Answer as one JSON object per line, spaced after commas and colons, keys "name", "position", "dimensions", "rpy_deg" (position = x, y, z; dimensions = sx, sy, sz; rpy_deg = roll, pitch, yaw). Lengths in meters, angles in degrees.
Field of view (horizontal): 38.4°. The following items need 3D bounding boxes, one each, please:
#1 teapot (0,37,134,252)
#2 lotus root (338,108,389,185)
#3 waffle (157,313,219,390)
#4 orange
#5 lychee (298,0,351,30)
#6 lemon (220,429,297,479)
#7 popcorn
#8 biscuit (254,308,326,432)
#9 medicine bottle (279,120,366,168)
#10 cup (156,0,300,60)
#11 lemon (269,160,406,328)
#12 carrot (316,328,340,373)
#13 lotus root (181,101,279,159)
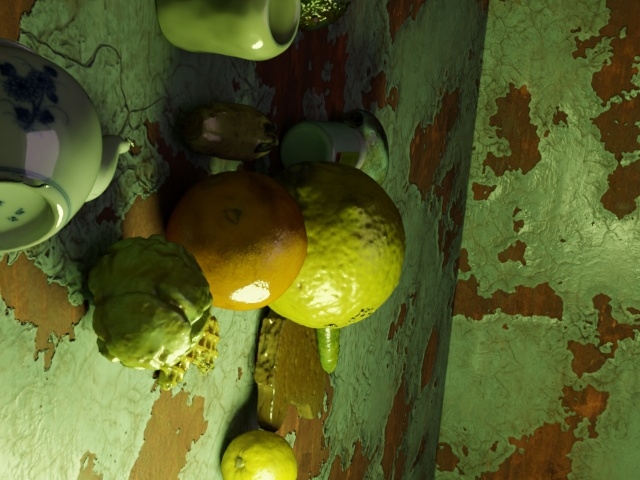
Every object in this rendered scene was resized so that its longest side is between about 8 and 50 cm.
{"name": "teapot", "position": [-0.394, -0.138, 1.095], "dimensions": [0.424, 0.252, 0.280], "rpy_deg": [20, 45, -45]}
{"name": "lotus root", "position": [0.111, -0.202, 2.369], "dimensions": [0.322, 0.140, 0.158], "rpy_deg": [71, 36, -55]}
{"name": "waffle", "position": [-0.255, 0.220, 1.808], "dimensions": [0.194, 0.051, 0.148], "rpy_deg": [-34, 130, -60]}
{"name": "orange", "position": [-0.152, -0.001, 1.682], "dimensions": [0.261, 0.261, 0.261], "rpy_deg": [11, 90, -68]}
{"name": "lychee", "position": [-0.015, -0.527, 1.910], "dimensions": [0.171, 0.171, 0.171], "rpy_deg": [11, 90, -68]}
{"name": "lemon", "position": [-0.137, 0.511, 2.076], "dimensions": [0.207, 0.170, 0.170], "rpy_deg": [49, 55, -65]}
{"name": "popcorn", "position": [-0.278, 0.101, 1.493], "dimensions": [0.183, 0.204, 0.221], "rpy_deg": [112, -18, -60]}
{"name": "biscuit", "position": [-0.066, 0.268, 2.255], "dimensions": [0.394, 0.076, 0.368], "rpy_deg": [11, 87, -70]}
{"name": "medicine bottle", "position": [0.011, -0.207, 2.124], "dimensions": [0.225, 0.139, 0.139], "rpy_deg": [-15, 114, -65]}
{"name": "cup", "position": [-0.134, -0.404, 1.601], "dimensions": [0.255, 0.202, 0.173], "rpy_deg": [-18, 117, -65]}
{"name": "lemon", "position": [0.000, 0.000, 1.933], "dimensions": [0.349, 0.350, 0.387], "rpy_deg": [-61, 138, -37]}
{"name": "carrot", "position": [0.018, 0.176, 2.236], "dimensions": [0.074, 0.074, 0.358], "rpy_deg": [-48, 142, -51]}
{"name": "lotus root", "position": [-0.175, -0.208, 1.745], "dimensions": [0.258, 0.097, 0.110], "rpy_deg": [0, 94, -60]}
